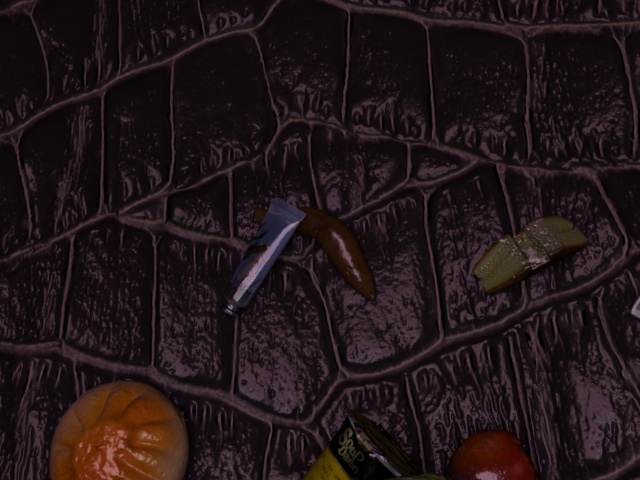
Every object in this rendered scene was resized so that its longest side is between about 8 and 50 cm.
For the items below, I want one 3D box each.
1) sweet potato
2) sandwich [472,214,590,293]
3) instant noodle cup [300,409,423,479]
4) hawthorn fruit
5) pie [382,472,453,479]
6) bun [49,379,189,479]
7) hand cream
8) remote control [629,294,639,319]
[{"bbox_3d":[0.001,-0.008,1.632,0.346,0.079,0.108,34,94,21],"label":"sweet potato"},{"bbox_3d":[0.430,0.020,1.544,0.244,0.088,0.090,-29,67,0],"label":"sandwich"},{"bbox_3d":[0.056,0.473,1.418,0.215,0.215,0.236,43,92,18],"label":"instant noodle cup"},{"bbox_3d":[0.320,0.438,1.397,0.172,0.173,0.173,-3,73,9],"label":"hawthorn fruit"},{"bbox_3d":[0.197,0.531,1.239,0.395,0.418,0.180,16,40,-22],"label":"pie"},{"bbox_3d":[-0.415,0.426,1.523,0.298,0.165,0.299,-2,74,7],"label":"bun"},{"bbox_3d":[-0.133,0.039,1.631,0.091,0.058,0.271,31,91,30],"label":"hand cream"},{"bbox_3d":[0.682,0.156,1.496,0.124,0.018,0.053,33,82,17],"label":"remote control"}]
